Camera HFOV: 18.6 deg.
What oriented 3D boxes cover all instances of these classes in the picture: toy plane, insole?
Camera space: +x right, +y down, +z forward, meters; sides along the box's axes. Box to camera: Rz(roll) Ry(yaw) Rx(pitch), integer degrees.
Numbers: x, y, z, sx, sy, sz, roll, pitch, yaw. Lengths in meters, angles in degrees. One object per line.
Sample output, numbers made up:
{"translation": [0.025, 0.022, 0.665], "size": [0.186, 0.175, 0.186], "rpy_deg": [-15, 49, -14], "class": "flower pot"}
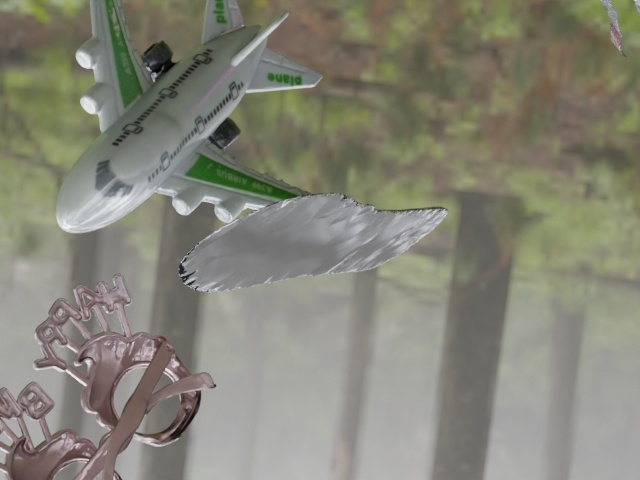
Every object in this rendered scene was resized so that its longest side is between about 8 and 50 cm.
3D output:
{"translation": [-0.111, -0.085, 1.430], "size": [0.251, 0.255, 0.101], "rpy_deg": [48, 148, -9], "class": "toy plane"}
{"translation": [0.000, 0.000, 1.283], "size": [0.109, 0.007, 0.322], "rpy_deg": [-38, 165, 23], "class": "insole"}

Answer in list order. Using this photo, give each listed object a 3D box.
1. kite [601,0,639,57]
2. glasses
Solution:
{"translation": [0.177, -0.159, 1.141], "size": [0.141, 0.015, 0.245], "rpy_deg": [26, 168, 31], "class": "kite"}
{"translation": [-0.199, 0.149, 1.616], "size": [0.162, 0.255, 0.095], "rpy_deg": [37, 156, -6], "class": "glasses"}
